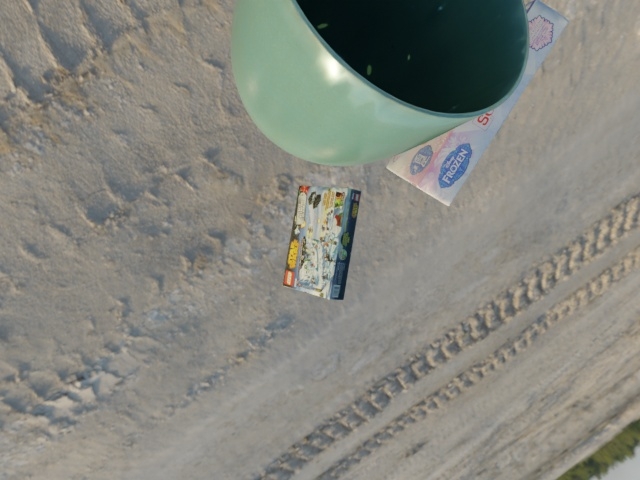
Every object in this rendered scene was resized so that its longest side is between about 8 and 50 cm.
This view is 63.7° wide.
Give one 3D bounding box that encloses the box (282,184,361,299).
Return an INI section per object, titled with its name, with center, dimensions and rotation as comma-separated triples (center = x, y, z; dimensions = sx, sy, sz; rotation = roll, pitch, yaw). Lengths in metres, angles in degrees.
[box]
center = 0.000, 0.000, 0.652
dimensions = 0.027, 0.094, 0.136
rotation = 9, 91, -43

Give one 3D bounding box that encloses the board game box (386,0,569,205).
[board game box]
center = 0.249, -0.235, 0.918
dimensions = 0.066, 0.318, 0.317
rotation = 30, 100, -8

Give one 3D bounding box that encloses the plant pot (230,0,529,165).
[plant pot]
center = 0.033, -0.216, 0.572
dimensions = 0.293, 0.292, 0.235
rotation = -14, 172, -31
